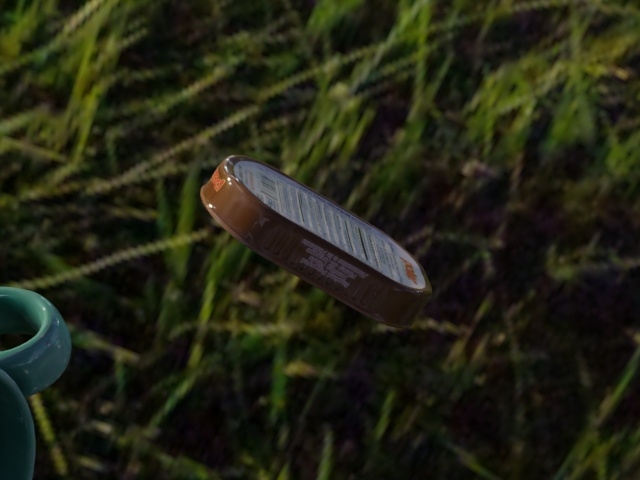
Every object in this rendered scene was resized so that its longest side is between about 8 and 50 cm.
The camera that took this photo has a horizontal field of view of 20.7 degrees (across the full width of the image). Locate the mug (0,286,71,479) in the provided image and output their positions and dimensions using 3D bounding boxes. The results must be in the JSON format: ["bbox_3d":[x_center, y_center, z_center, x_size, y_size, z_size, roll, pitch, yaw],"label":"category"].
[{"bbox_3d":[-0.183,0.083,0.688,0.097,0.129,0.158,25,21,34],"label":"mug"}]

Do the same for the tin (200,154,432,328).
[{"bbox_3d":[0.000,0.000,1.288,0.190,0.040,0.106,30,22,-17],"label":"tin"}]
